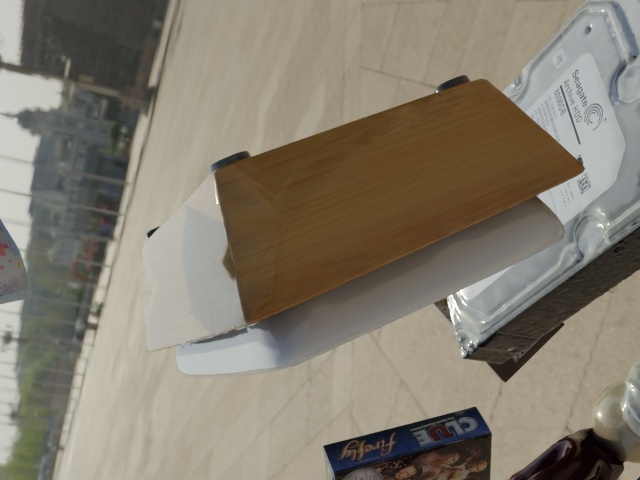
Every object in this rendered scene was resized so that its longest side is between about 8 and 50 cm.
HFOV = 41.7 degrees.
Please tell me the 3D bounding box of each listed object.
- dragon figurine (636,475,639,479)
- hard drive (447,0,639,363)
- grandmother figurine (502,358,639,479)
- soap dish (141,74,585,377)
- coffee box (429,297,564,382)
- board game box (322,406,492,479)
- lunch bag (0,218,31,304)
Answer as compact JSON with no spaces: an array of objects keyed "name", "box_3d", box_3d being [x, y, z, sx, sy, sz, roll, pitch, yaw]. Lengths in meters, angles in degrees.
[{"name":"dragon figurine","box_3d":[0.181,0.127,0.332,0.085,0.144,0.289,-28,7,31]},{"name":"hard drive","box_3d":[0.225,-0.058,0.803,0.339,0.064,0.237,-48,40,47]},{"name":"grandmother figurine","box_3d":[0.184,0.223,0.722,0.342,0.104,0.208,-41,-17,9]},{"name":"soap dish","box_3d":[0.000,0.000,0.578,0.118,0.228,0.291,67,157,1]},{"name":"coffee box","box_3d":[0.301,0.104,1.591,0.168,0.297,0.119,-45,25,-2]},{"name":"board game box","box_3d":[0.094,0.297,0.883,0.042,0.165,0.243,-120,20,-57]},{"name":"lunch bag","box_3d":[-0.253,0.020,0.593,0.083,0.071,0.053,46,134,31]}]
